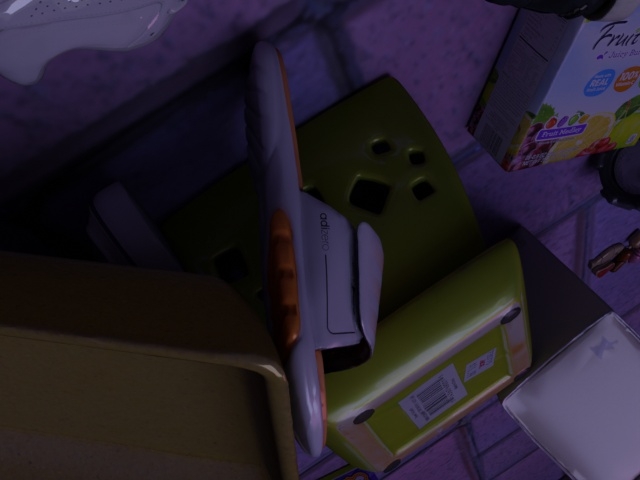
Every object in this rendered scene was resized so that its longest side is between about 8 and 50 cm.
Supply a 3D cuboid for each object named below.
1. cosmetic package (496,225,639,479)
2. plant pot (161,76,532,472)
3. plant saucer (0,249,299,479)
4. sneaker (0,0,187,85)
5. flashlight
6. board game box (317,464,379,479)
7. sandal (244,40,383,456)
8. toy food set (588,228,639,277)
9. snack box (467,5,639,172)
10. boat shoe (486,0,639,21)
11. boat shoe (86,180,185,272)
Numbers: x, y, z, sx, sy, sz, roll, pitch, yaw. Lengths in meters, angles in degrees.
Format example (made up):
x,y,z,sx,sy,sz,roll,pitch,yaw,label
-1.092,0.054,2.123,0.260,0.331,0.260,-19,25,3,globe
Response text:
x,y,z,sx,sy,sz,roll,pitch,yaw,label
0.244,0.109,0.797,0.129,0.153,0.296,-42,-170,10,cosmetic package
0.042,0.049,0.635,0.227,0.207,0.228,-34,148,-3,plant pot
-0.169,0.108,0.520,0.332,0.081,0.333,7,143,7,plant saucer
-0.087,-0.157,0.381,0.232,0.090,0.115,-26,154,3,sneaker
0.447,-0.073,0.942,0.304,0.103,0.103,4,128,-43,flashlight
-0.027,0.500,1.123,0.347,0.233,0.078,-20,145,-23,board game box
0.002,-0.003,0.483,0.076,0.266,0.102,-4,168,-11,sandal
0.449,0.022,1.138,0.122,0.019,0.078,-33,147,-3,toy food set
0.243,-0.168,0.664,0.174,0.070,0.207,-14,140,-29,snack box
0.148,-0.269,0.409,0.112,0.127,0.340,-5,145,-4,boat shoe
-0.141,0.059,0.594,0.088,0.096,0.268,-30,156,-16,boat shoe
